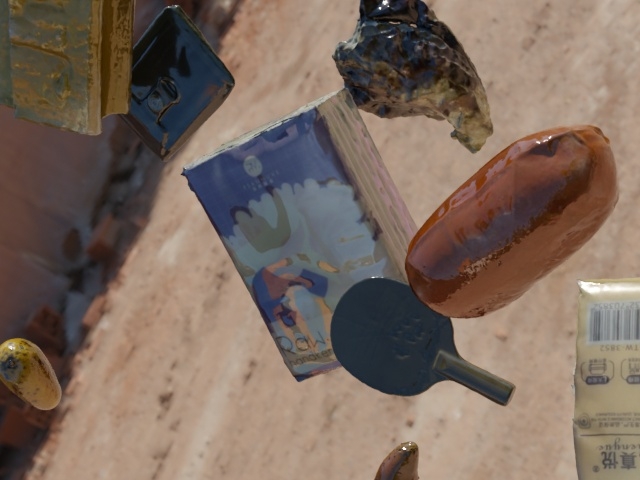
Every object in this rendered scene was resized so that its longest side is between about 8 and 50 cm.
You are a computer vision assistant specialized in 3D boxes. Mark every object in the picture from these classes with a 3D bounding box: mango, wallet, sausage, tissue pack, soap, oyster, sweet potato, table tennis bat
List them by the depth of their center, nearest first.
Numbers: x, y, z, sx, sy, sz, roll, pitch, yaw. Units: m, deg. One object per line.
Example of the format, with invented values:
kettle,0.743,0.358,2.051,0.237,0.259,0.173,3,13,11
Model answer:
tissue pack,0.285,0.108,0.853,0.222,0.090,0.186,-5,70,22
sausage,0.185,-0.015,1.253,0.258,0.133,0.133,-43,27,36
table tennis bat,0.118,0.130,1.483,0.131,0.234,0.022,-66,-19,8
mango,-0.350,0.163,1.529,0.057,0.114,0.079,-36,48,-11
tissue pack,0.000,0.000,1.691,0.242,0.344,0.125,-22,10,32
soap,-0.411,-0.325,1.892,0.143,0.259,0.281,-56,-23,-52
wallet,-0.240,-0.242,1.980,0.052,0.169,0.245,-37,-2,-44
sweet potato,0.116,0.475,2.060,0.112,0.112,0.359,-106,8,-61
oyster,0.152,-0.273,2.090,0.100,0.271,0.275,-64,-24,-55
